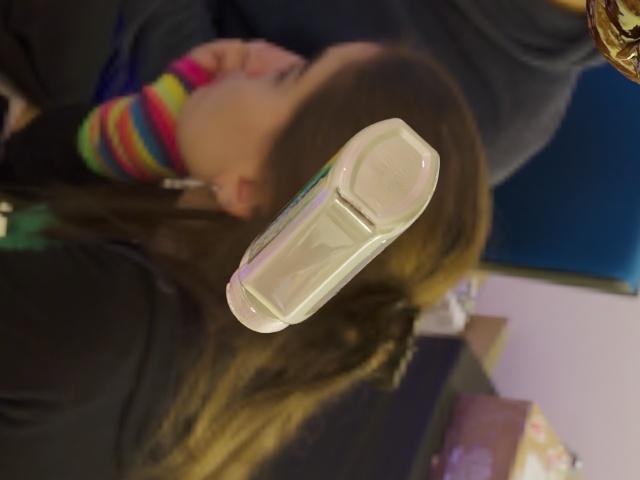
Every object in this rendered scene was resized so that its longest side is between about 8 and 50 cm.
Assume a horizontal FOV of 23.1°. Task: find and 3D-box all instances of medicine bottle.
[{"bbox_3d":[0.000,0.000,1.221,0.078,0.219,0.115,41,48,-3],"label":"medicine bottle"}]

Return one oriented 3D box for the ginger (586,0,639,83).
[{"bbox_3d":[0.299,-0.271,1.306,0.274,0.152,0.357,-62,154,-63],"label":"ginger"}]
